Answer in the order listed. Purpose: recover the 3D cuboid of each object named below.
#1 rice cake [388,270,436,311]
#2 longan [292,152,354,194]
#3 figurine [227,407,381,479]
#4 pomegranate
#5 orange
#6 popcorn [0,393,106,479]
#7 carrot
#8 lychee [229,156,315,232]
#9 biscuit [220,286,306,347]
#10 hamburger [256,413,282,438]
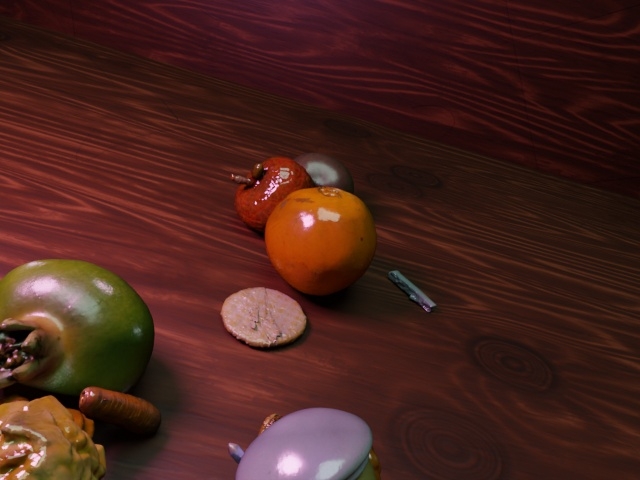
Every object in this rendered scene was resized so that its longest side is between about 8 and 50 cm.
[{"bbox_3d":[0.272,0.150,1.506,0.042,0.030,0.180,-7,38,-42],"label":"rice cake"},{"bbox_3d":[0.001,-0.198,1.749,0.246,0.214,0.246,0,22,0],"label":"longan"},{"bbox_3d":[0.015,0.431,0.711,0.225,0.205,0.381,-15,62,-10],"label":"figurine"},{"bbox_3d":[-0.458,0.143,0.893,0.310,0.215,0.358,20,-7,0],"label":"pomegranate"},{"bbox_3d":[0.000,0.000,1.364,0.313,0.311,0.312,12,31,-8],"label":"orange"},{"bbox_3d":[-0.458,0.339,0.668,0.265,0.225,0.332,25,32,13],"label":"popcorn"},{"bbox_3d":[-0.341,0.292,0.864,0.060,0.186,0.060,-11,54,16],"label":"carrot"},{"bbox_3d":[-0.150,-0.143,1.566,0.300,0.255,0.255,42,19,-29],"label":"lychee"},{"bbox_3d":[-0.139,0.187,1.249,0.220,0.033,0.219,13,30,-8],"label":"biscuit"},{"bbox_3d":[-0.091,0.368,0.935,0.044,0.083,0.076,22,1,25],"label":"hamburger"}]
